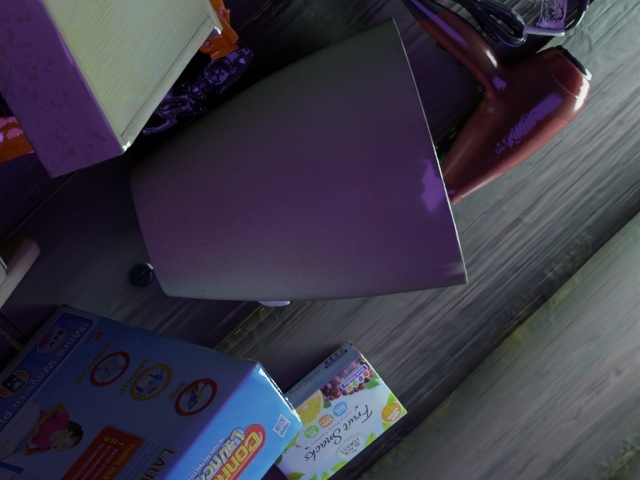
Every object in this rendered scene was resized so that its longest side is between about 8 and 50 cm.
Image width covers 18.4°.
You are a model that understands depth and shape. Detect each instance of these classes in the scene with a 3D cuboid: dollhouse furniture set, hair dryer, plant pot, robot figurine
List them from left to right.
[{"bbox_3d":[-0.318,-0.137,1.607,0.394,0.256,0.362,-17,113,24],"label":"dollhouse furniture set"},{"bbox_3d":[-0.203,-0.185,1.754,0.291,0.085,0.211,-24,121,-12],"label":"robot figurine"},{"bbox_3d":[-0.029,-0.046,1.825,0.274,0.256,0.256,-16,120,1],"label":"plant pot"},{"bbox_3d":[0.162,-0.177,1.950,0.223,0.080,0.293,4,107,-9],"label":"hair dryer"}]

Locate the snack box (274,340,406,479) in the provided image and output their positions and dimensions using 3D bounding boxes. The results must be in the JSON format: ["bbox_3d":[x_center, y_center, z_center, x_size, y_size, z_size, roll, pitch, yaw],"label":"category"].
[{"bbox_3d":[0.007,0.186,2.055,0.141,0.037,0.100,-40,125,-3],"label":"snack box"}]

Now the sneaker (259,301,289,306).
[{"bbox_3d":[0.000,0.000,1.948,0.170,0.068,0.071,-32,117,-7],"label":"sneaker"}]

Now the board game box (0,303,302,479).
[{"bbox_3d":[-0.220,0.217,1.753,0.308,0.302,0.086,-50,127,-23],"label":"board game box"}]
